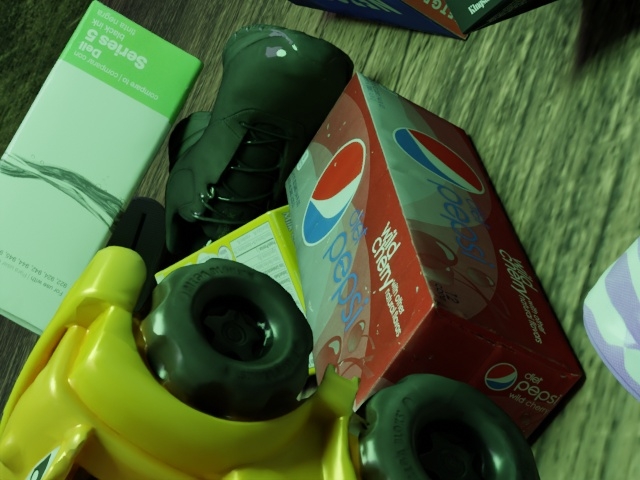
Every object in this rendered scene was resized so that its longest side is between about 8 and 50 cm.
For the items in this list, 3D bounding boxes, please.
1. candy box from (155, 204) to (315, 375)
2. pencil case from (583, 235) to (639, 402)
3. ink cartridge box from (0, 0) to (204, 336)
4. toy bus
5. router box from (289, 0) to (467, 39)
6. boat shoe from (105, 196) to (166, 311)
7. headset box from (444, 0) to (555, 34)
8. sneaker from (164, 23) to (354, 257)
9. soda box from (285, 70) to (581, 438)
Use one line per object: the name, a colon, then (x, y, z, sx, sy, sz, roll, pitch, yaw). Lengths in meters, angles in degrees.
candy box: (-0.050, 0.049, 0.849, 0.027, 0.105, 0.206, -23, 0, -30)
pencil case: (0.172, -0.015, 0.388, 0.206, 0.086, 0.088, -54, 56, 29)
ink cartridge box: (-0.228, -0.056, 1.135, 0.272, 0.115, 0.198, -62, 11, -9)
toy bus: (-0.037, 0.140, 0.450, 0.149, 0.220, 0.211, -54, 8, 42)
router box: (0.076, -0.319, 0.962, 0.301, 0.082, 0.335, -62, 26, 2)
boat shoe: (-0.202, 0.067, 1.245, 0.076, 0.083, 0.226, 111, -179, -63)
headset box: (0.097, -0.286, 0.614, 0.110, 0.293, 0.218, -25, -6, -36)
sneaker: (-0.056, -0.068, 1.017, 0.286, 0.109, 0.130, 132, 151, -59)
soda box: (0.046, 0.011, 0.661, 0.092, 0.083, 0.263, -55, 22, 23)
